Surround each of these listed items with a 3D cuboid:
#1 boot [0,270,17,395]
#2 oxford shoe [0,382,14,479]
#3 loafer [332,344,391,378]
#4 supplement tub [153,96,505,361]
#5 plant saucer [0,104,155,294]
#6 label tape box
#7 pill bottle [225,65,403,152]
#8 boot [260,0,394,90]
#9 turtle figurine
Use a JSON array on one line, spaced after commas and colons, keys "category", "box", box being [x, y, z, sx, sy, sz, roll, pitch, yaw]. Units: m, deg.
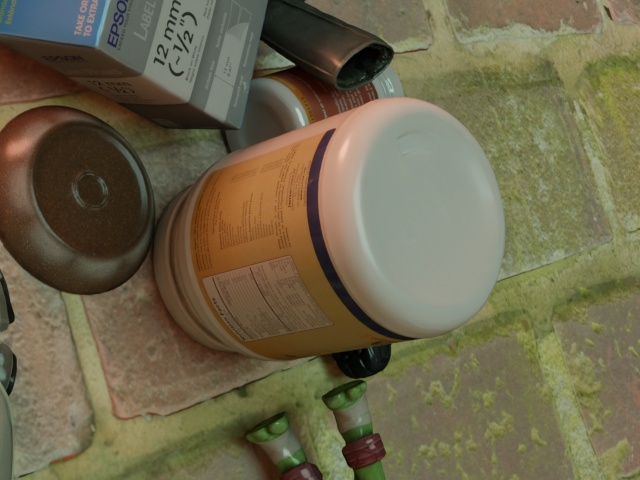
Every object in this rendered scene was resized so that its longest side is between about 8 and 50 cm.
[{"category": "boot", "box": [-0.350, 0.029, 1.083, 0.161, 0.083, 0.246, -7, 87, -51]}, {"category": "oxford shoe", "box": [-0.307, 0.305, 0.953, 0.169, 0.130, 0.449, 33, 57, -40]}, {"category": "loafer", "box": [0.022, 0.051, 1.452, 0.078, 0.076, 0.223, -20, 88, -61]}, {"category": "supplement tub", "box": [0.000, 0.000, 1.253, 0.228, 0.316, 0.228, 11, 73, -40]}, {"category": "plant saucer", "box": [-0.236, -0.046, 1.248, 0.198, 0.036, 0.198, 19, 62, -41]}, {"category": "label tape box", "box": [-0.188, -0.278, 1.224, 0.348, 0.115, 0.249, 27, 72, -57]}, {"category": "pill bottle", "box": [0.000, -0.149, 1.463, 0.216, 0.121, 0.121, -25, 93, -47]}, {"category": "boot", "box": [-0.003, -0.252, 1.442, 0.189, 0.208, 0.076, -41, 139, -38]}, {"category": "turtle figurine", "box": [0.032, 0.295, 1.275, 0.275, 0.198, 0.266, -25, 89, -51]}]
